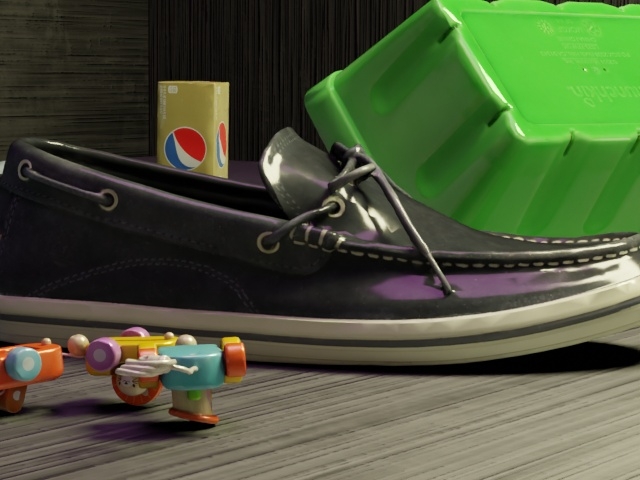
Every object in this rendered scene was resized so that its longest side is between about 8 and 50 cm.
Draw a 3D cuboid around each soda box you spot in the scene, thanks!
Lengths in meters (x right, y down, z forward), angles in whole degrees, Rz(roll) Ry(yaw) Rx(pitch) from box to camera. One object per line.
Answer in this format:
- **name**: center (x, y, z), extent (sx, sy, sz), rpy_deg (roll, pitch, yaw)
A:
- **soda box**: center (-0.122, -0.061, 1.627), extent (0.058, 0.181, 0.061), rpy_deg (2, 6, 10)

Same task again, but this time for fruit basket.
- **fruit basket**: center (0.153, -0.055, 1.604), extent (0.392, 0.283, 0.392), rpy_deg (-21, -29, -12)

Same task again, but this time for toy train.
- **toy train**: center (-0.118, 0.079, 0.942), extent (0.166, 0.046, 0.125), rpy_deg (2, 6, 43)

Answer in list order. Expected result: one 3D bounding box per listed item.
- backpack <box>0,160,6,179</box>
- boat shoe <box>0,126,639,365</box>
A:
- **backpack**: center (-0.259, -0.017, 1.533), extent (0.152, 0.115, 0.182), rpy_deg (-1, 3, 11)
- **boat shoe**: center (0.000, 0.000, 1.189), extent (0.500, 0.156, 0.187), rpy_deg (3, 4, 9)
